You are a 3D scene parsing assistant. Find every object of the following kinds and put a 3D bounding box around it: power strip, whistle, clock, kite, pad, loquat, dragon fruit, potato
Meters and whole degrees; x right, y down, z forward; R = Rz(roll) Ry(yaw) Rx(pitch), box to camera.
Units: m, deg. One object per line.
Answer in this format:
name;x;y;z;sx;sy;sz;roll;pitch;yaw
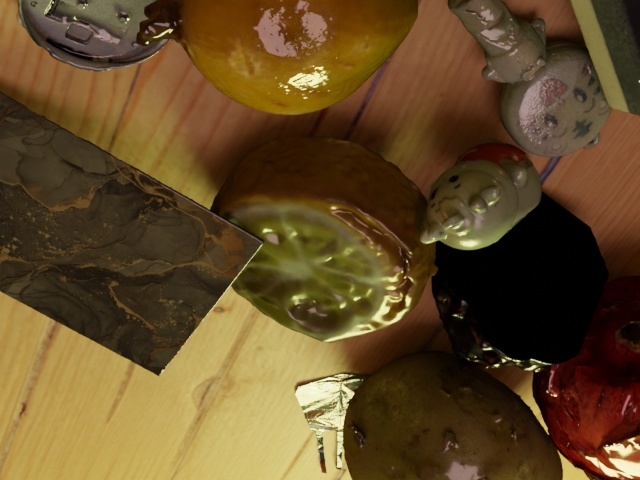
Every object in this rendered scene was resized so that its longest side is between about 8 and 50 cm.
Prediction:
power strip;0.302;-0.245;1.101;0.105;0.070;0.256;-52;137;-19
whistle;0.181;-0.051;1.202;0.102;0.253;0.105;-1;104;29
clock;-0.206;-0.232;1.042;0.229;0.063;0.155;22;125;-28
kite;0.034;0.270;1.616;0.127;0.016;0.229;-6;134;-1
pad;-0.277;-0.008;1.206;0.368;0.007;0.247;30;124;-13
loquat;-0.045;-0.211;0.990;0.246;0.213;0.213;-14;137;-18
whistle;0.222;-0.180;1.180;0.126;0.067;0.258;-45;124;8
dragon fruit;0.416;0.187;1.428;0.296;0.295;0.301;-22;148;10
potato;0.183;0.295;1.523;0.270;0.219;0.359;-2;151;34

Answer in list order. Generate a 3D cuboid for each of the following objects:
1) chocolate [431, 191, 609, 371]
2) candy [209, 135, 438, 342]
chocolate;0.197;0.065;1.351;0.206;0.224;0.177;35;147;-9
candy;0.000;0.000;1.233;0.260;0.118;0.260;10;138;9
